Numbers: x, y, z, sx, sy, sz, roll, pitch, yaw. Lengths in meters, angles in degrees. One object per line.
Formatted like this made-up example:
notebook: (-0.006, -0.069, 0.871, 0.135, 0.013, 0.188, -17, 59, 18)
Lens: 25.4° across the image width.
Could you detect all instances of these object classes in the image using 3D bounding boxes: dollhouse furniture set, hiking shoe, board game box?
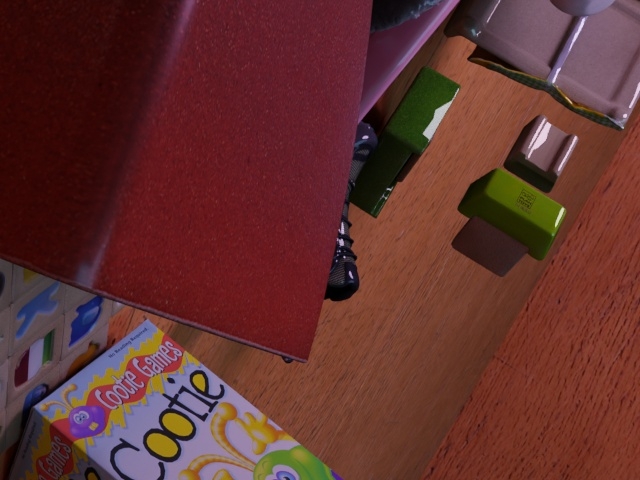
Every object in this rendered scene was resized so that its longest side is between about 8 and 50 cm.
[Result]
dollhouse furniture set: (0.191, -0.134, 1.411, 0.301, 0.197, 0.151, -58, 179, -25)
hiking shoe: (0.000, 0.000, 1.281, 0.227, 0.114, 0.086, -55, 164, -7)
board game box: (-0.093, 0.220, 1.112, 0.144, 0.275, 0.142, -40, 162, -46)

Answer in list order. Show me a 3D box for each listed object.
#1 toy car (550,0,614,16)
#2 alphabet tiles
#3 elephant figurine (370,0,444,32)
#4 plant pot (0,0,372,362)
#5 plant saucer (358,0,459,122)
toy car: (0.242, -0.307, 1.286, 0.136, 0.159, 0.182, -28, 160, 0)
alphabet tiles: (-0.215, 0.060, 0.971, 0.342, 0.011, 0.285, -42, 157, -40)
elephant figurine: (0.006, -0.201, 0.820, 0.239, 0.186, 0.169, -40, 178, -19)
plant pot: (-0.113, -0.117, 0.557, 0.267, 0.267, 0.236, 33, 77, -73)
plant saucer: (0.038, -0.161, 1.022, 0.332, 0.084, 0.332, -51, -177, 3)
